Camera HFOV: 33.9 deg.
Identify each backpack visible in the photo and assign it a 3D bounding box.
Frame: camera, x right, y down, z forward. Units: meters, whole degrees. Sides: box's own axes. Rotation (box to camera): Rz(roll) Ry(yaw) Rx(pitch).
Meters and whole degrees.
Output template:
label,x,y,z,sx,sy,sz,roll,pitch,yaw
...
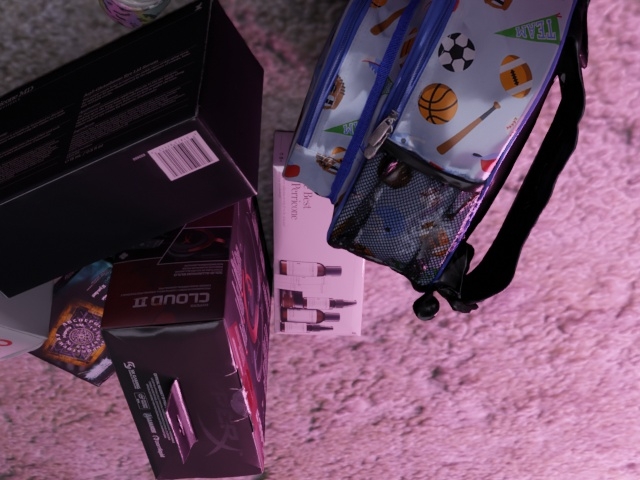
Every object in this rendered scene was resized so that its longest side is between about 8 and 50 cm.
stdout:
label,x,y,z,sx,sy,sz,roll,pitch,yaw
backpack,0.103,-0.125,0.861,0.213,0.276,0.263,28,124,-7

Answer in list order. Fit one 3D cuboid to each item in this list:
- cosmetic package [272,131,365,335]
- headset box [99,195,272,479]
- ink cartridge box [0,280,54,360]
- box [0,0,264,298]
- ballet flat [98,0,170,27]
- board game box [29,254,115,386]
label,x,y,z,sx,sy,sz,roll,pitch,yaw
cosmetic package,0.000,0.000,1.089,0.099,0.060,0.239,0,133,-1
headset box,-0.115,0.067,0.993,0.110,0.293,0.218,-5,133,4
ink cartridge box,-0.436,0.022,0.980,0.223,0.129,0.307,-20,148,37
box,-0.187,-0.083,0.929,0.261,0.184,0.103,-21,132,19
ballet flat,-0.130,-0.249,0.846,0.077,0.079,0.221,23,129,-21
board game box,-0.252,0.088,1.192,0.126,0.026,0.186,33,124,-27
